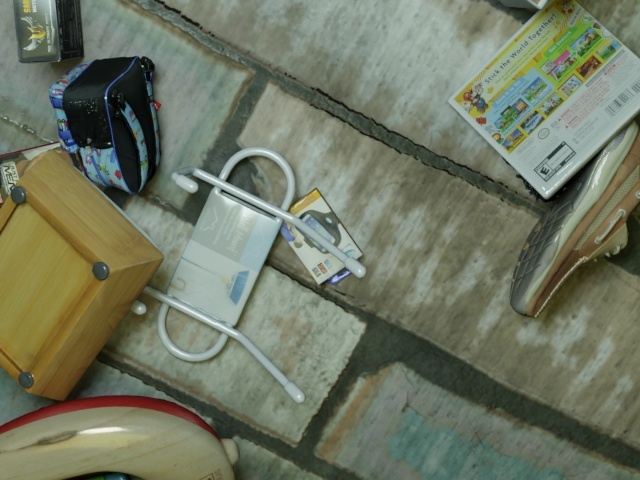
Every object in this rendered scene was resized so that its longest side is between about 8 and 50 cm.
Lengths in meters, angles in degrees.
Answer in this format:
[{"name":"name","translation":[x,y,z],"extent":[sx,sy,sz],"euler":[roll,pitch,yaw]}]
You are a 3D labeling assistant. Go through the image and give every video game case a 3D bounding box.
[{"name":"video game case","translation":[0.329,-0.206,1.594],"extent":[0.227,0.026,0.206],"euler":[-45,71,8]}]

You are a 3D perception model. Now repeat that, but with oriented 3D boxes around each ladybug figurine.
[{"name":"ladybug figurine","translation":[-0.336,0.345,1.645],"extent":[0.449,0.162,0.305],"euler":[-12,127,0]}]

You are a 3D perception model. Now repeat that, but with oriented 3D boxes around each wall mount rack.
[{"name":"wall mount rack","translation":[-0.106,0.056,1.611],"extent":[0.304,0.130,0.350],"euler":[26,105,5]}]

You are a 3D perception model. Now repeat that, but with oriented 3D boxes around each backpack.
[{"name":"backpack","translation":[-0.290,-0.154,1.576],"extent":[0.117,0.158,0.173],"euler":[-1,120,14]}]

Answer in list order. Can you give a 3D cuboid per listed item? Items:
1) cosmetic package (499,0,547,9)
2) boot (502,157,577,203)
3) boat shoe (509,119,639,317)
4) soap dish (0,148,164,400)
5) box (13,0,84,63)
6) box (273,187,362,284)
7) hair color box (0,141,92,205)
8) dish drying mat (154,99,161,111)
[{"name":"cosmetic package","translation":[0.271,-0.376,1.500],"extent":[0.085,0.231,0.117],"euler":[34,98,-7]},{"name":"boot","translation":[0.329,-0.121,1.623],"extent":[0.121,0.045,0.099],"euler":[-45,61,13]},{"name":"boat shoe","translation":[0.390,-0.019,1.631],"extent":[0.116,0.123,0.324],"euler":[30,101,-8]},{"name":"soap dish","translation":[-0.380,0.056,1.578],"extent":[0.229,0.118,0.291],"euler":[43,113,12]},{"name":"box","translation":[-0.368,-0.357,1.520],"extent":[0.056,0.183,0.231],"euler":[-2,102,-1]},{"name":"box","translation":[0.000,0.000,1.674],"extent":[0.081,0.028,0.136],"euler":[-35,97,6]},{"name":"hair color box","translation":[-0.410,-0.100,1.640],"extent":[0.141,0.043,0.072],"euler":[-14,100,1]},{"name":"dish drying mat","translation":[-0.274,-0.205,1.640],"extent":[0.083,0.008,0.032],"euler":[30,100,-6]}]
